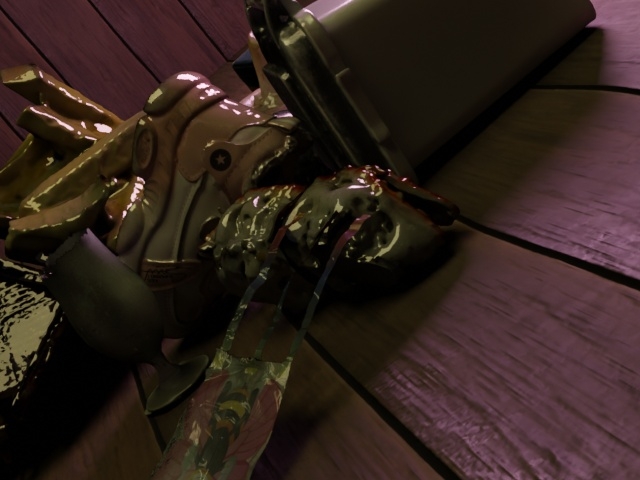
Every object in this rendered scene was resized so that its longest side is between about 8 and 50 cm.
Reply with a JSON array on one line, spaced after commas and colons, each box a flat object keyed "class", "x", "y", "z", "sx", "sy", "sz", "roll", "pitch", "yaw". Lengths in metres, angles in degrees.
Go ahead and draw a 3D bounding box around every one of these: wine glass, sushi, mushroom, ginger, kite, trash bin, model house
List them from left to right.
[{"class": "model house", "x": -0.390, "y": 0.163, "z": 1.685, "sx": 0.282, "sy": 0.297, "sz": 0.317, "roll": -30, "pitch": -20, "yaw": 2}, {"class": "ginger", "x": -0.324, "y": -0.103, "z": 1.729, "sx": 0.413, "sy": 0.211, "sz": 0.358, "roll": 25, "pitch": 28, "yaw": 33}, {"class": "wine glass", "x": -0.232, "y": 0.092, "z": 1.408, "sx": 0.103, "sy": 0.222, "sz": 0.103, "roll": -35, "pitch": 15, "yaw": 11}, {"class": "kite", "x": -0.070, "y": 0.125, "z": 1.131, "sx": 0.204, "sy": 0.022, "sz": 0.360, "roll": -2, "pitch": 58, "yaw": 58}, {"class": "mushroom", "x": -0.056, "y": -0.219, "z": 1.841, "sx": 0.207, "sy": 0.215, "sz": 0.207, "roll": -17, "pitch": 25, "yaw": 8}, {"class": "sushi", "x": 0.000, "y": 0.000, "z": 1.289, "sx": 0.332, "sy": 0.124, "sz": 0.130, "roll": -8, "pitch": 45, "yaw": 52}, {"class": "trash bin", "x": 0.116, "y": -0.265, "z": 1.483, "sx": 0.368, "sy": 0.296, "sz": 0.256, "roll": -35, "pitch": 15, "yaw": -2}]

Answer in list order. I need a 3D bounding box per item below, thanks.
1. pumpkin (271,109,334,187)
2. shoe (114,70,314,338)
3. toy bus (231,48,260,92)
[{"class": "pumpkin", "x": -0.066, "y": -0.105, "z": 1.682, "sx": 0.190, "sy": 0.146, "sz": 0.190, "roll": -45, "pitch": 5, "yaw": 5}, {"class": "shoe", "x": -0.130, "y": -0.018, "z": 1.482, "sx": 0.172, "sy": 0.198, "sz": 0.351, "roll": -43, "pitch": -33, "yaw": -54}, {"class": "toy bus", "x": -0.040, "y": -0.289, "z": 2.083, "sx": 0.138, "sy": 0.167, "sz": 0.275, "roll": -42, "pitch": 17, "yaw": -7}]
